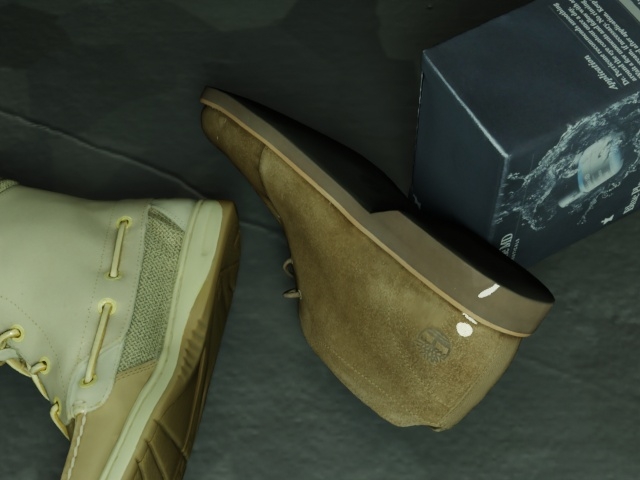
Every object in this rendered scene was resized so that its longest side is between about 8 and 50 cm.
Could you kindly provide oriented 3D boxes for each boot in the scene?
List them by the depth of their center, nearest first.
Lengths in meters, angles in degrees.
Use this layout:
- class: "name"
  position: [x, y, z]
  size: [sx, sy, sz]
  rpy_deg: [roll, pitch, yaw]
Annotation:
- class: "boot"
  position: [-0.172, 0.071, 0.682]
  size: [0.203, 0.095, 0.262]
  rpy_deg: [10, 56, 7]
- class: "boot"
  position: [0.000, 0.000, 0.722]
  size: [0.305, 0.112, 0.115]
  rpy_deg: [43, 111, 40]

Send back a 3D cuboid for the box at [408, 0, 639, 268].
- class: "box"
  position: [0.147, -0.069, 0.727]
  size: [0.158, 0.156, 0.093]
  rpy_deg: [-26, 61, -14]
